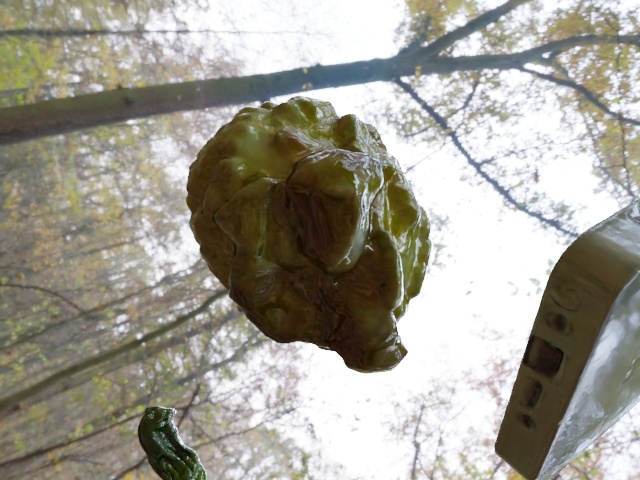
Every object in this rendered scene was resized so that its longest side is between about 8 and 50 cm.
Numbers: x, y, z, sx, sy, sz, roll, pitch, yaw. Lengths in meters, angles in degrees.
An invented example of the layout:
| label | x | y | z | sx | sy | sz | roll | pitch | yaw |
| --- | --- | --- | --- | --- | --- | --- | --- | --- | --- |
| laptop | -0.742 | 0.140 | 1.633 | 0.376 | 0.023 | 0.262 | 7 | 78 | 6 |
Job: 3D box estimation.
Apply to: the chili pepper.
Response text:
| label | x | y | z | sx | sy | sz | roll | pitch | yaw |
| --- | --- | --- | --- | --- | --- | --- | --- | --- | --- |
| chili pepper | -0.114 | 0.159 | 0.448 | 0.034 | 0.030 | 0.091 | 2 | -60 | 35 |

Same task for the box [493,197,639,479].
| label | x | y | z | sx | sy | sz | roll | pitch | yaw |
| --- | --- | --- | --- | --- | --- | --- | --- | --- | --- |
| box | 0.376 | 0.093 | 0.717 | 0.090 | 0.373 | 0.367 | 41 | -37 | 41 |

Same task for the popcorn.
| label | x | y | z | sx | sy | sz | roll | pitch | yaw |
| --- | --- | --- | --- | --- | --- | --- | --- | --- | --- |
| popcorn | 0.000 | 0.000 | 0.545 | 0.251 | 0.206 | 0.237 | 60 | 1 | 35 |
